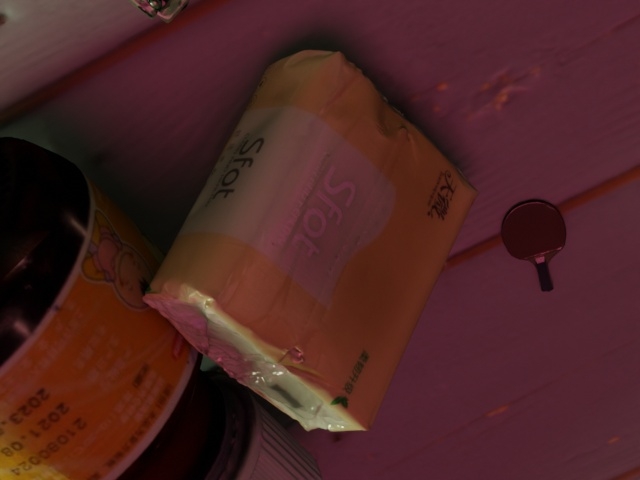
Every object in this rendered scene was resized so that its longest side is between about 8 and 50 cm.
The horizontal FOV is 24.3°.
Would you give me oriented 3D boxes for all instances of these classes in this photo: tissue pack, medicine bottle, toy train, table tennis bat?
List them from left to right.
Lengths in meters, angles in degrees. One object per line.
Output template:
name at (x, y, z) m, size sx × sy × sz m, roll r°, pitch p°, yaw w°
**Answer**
medicine bottle at (-0.171, 0.120, 1.111) m, size 0.242 × 0.242 × 0.395 m, roll -28°, pitch 132°, yaw 14°
toy train at (-0.125, -0.183, 1.021) m, size 0.083 × 0.053 × 0.033 m, roll 38°, pitch 112°, yaw -20°
tissue pack at (0.000, 0.000, 1.047) m, size 0.186 × 0.222 × 0.090 m, roll 43°, pitch 153°, yaw -29°
table tennis bat at (0.171, 0.005, 1.172) m, size 0.050 × 0.007 × 0.083 m, roll -14°, pitch 119°, yaw 6°
